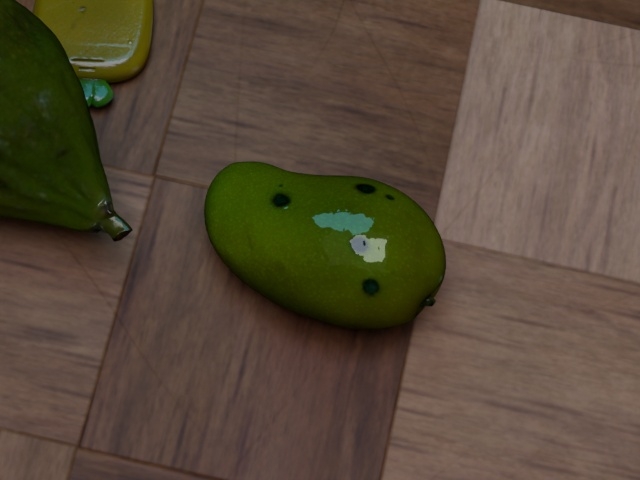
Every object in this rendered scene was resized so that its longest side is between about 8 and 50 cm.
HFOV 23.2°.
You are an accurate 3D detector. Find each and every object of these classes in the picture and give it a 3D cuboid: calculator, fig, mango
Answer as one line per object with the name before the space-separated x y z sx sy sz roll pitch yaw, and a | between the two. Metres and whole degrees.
calculator | -0.276 -0.264 1.889 0.146 0.032 0.235 1 67 -2
fig | -0.366 -0.117 1.728 0.233 0.233 0.314 -19 75 -10
mango | 0.000 0.000 1.746 0.293 0.143 0.175 22 67 16
